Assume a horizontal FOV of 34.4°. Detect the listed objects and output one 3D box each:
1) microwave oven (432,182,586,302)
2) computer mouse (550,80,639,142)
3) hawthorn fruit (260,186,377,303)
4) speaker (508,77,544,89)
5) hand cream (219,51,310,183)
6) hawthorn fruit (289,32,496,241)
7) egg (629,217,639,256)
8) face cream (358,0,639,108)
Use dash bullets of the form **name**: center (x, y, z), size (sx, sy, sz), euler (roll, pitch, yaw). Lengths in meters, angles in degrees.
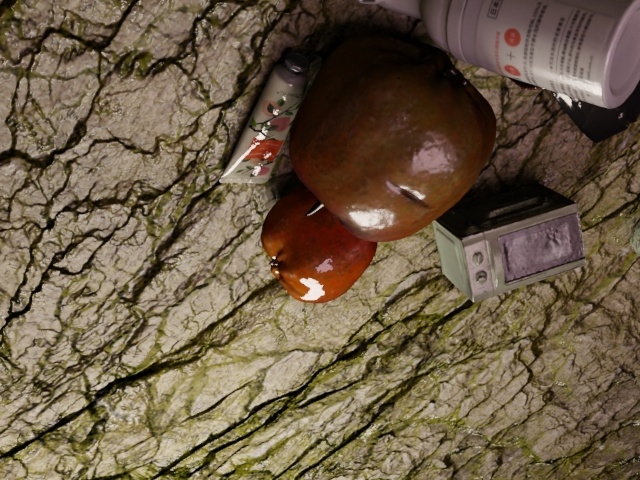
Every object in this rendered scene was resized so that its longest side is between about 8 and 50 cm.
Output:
- **microwave oven**: center (0.306, -0.006, 1.695), size (0.205, 0.163, 0.129), euler (-17, 112, -10)
- **computer mouse**: center (0.433, -0.232, 1.606), size (0.122, 0.073, 0.217), euler (-42, 135, 16)
- **hawthorn fruit**: center (0.000, 0.000, 1.566), size (0.189, 0.189, 0.189), euler (-13, 135, -13)
- **speaker**: center (0.448, -0.279, 1.424), size (0.329, 0.259, 0.198), euler (6, 101, -24)
- **hand cream**: center (-0.074, -0.164, 1.466), size (0.080, 0.050, 0.234), euler (0, 137, -30)
- **hawthorn fruit**: center (0.086, -0.125, 1.418), size (0.267, 0.268, 0.301), euler (20, 126, -37)
- **egg**: center (0.645, -0.015, 1.866), size (0.172, 0.132, 0.132), euler (-15, 136, 4)
- **face cream**: center (0.222, -0.289, 1.300), size (0.145, 0.369, 0.145), euler (-37, 141, -38)
